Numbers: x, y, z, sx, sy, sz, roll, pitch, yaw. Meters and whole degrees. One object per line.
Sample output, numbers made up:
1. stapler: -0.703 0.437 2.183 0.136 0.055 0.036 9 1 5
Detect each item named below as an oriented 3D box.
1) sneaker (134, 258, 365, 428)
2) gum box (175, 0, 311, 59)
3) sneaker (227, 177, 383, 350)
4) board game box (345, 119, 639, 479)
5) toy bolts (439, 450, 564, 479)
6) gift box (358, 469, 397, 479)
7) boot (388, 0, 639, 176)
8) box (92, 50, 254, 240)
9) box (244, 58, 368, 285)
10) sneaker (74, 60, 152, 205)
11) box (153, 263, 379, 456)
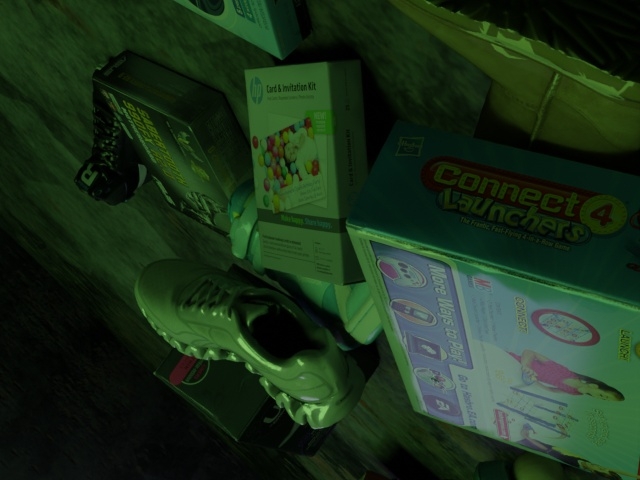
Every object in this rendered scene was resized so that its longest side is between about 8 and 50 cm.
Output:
1. sneaker: -0.085 0.081 1.094 0.292 0.110 0.118 25 156 28
2. gum box: -0.100 -0.247 0.849 0.184 0.041 0.157 34 159 28
3. sneaker: 0.000 0.000 1.040 0.208 0.127 0.319 42 160 1
4. board game box: 0.195 0.071 0.714 0.301 0.086 0.308 16 154 22
5. toy bolts: 0.256 0.323 1.270 0.228 0.158 0.218 43 -156 -30
6. gift box: 0.131 0.522 1.694 0.255 0.276 0.258 28 155 4
7. boot: 0.115 -0.086 0.693 0.236 0.089 0.269 38 161 17
8. box: -0.150 -0.099 1.230 0.183 0.056 0.231 29 156 37
9. box: -0.011 -0.062 0.918 0.145 0.038 0.186 11 106 58
10. sneaker: -0.267 -0.118 1.324 0.079 0.121 0.217 33 158 24
11. box: -0.057 0.157 1.307 0.143 0.165 0.270 35 178 23
